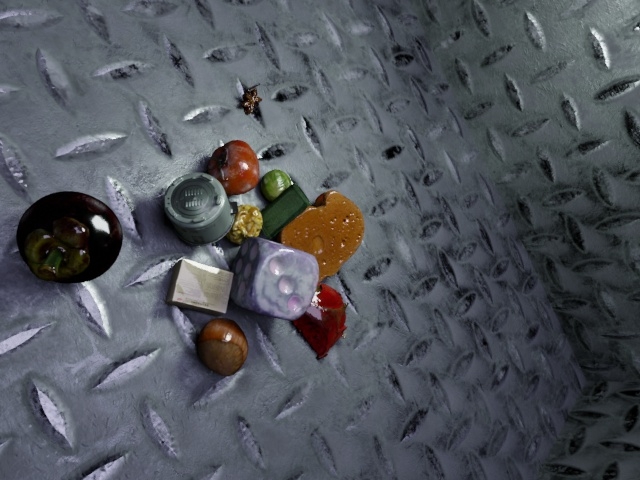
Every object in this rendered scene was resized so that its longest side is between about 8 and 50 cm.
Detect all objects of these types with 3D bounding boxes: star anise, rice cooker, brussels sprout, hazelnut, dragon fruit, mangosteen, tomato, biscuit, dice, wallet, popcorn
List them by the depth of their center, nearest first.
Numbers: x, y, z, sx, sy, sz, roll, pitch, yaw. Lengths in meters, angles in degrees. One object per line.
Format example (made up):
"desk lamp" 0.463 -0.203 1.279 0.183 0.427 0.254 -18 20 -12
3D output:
"mangosteen" -0.767 -0.015 1.362 0.296 0.313 0.297 8 70 -22
"hazelnut" -0.360 0.388 1.644 0.214 0.176 0.215 -11 90 -75
"rice cooker" -0.454 -0.116 1.664 0.280 0.227 0.242 -12 69 -6
"dice" -0.185 0.146 1.731 0.271 0.270 0.271 19 87 -30
"popcorn" -0.315 -0.069 1.803 0.179 0.170 0.180 -25 136 -26
"tomato" -0.351 -0.286 1.811 0.188 0.231 0.232 26 62 -46
"wallet" -0.159 -0.124 1.879 0.055 0.236 0.160 41 11 -45
"dragon fruit" 0.011 0.316 1.950 0.282 0.100 0.344 -44 107 -31
"brussels sprout" -0.194 -0.241 1.970 0.155 0.117 0.155 16 61 -32
"biscuit" 0.000 0.000 1.976 0.455 0.078 0.350 -34 111 -13
"star anise" -0.313 -0.666 2.037 0.191 0.070 0.097 -59 140 -33
"hazelnut" 0.045 -0.145 2.092 0.181 0.182 0.182 11 71 -34

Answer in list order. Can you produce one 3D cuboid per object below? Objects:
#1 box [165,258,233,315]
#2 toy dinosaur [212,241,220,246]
"box" -0.454 0.180 1.674 0.211 0.095 0.168 21 64 -30
"toy dinosaur" -0.433 -0.007 1.782 0.083 0.030 0.047 38 59 -21
